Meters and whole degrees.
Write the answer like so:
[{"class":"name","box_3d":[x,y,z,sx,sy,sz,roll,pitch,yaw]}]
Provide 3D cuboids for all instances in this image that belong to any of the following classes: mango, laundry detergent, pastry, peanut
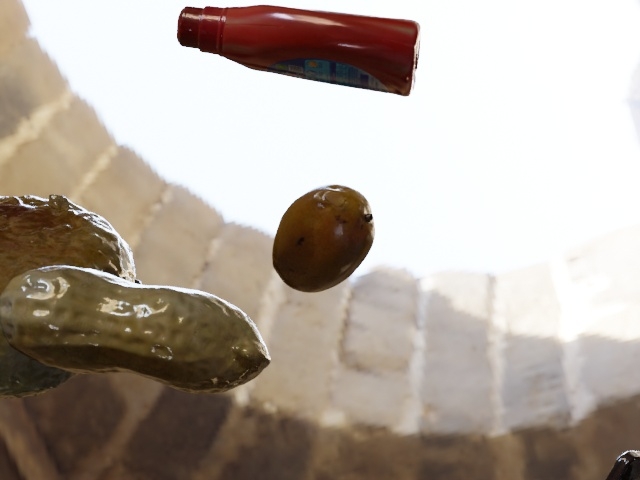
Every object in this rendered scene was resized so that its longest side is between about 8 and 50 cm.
[{"class":"mango","box_3d":[0.000,0.000,1.361,0.080,0.114,0.060,47,-149,0]},{"class":"laundry detergent","box_3d":[-0.015,-0.134,1.077,0.097,0.165,0.049,73,-154,-80]},{"class":"pastry","box_3d":[-0.344,0.055,1.666,0.330,0.329,0.136,-80,-16,-61]},{"class":"peanut","box_3d":[-0.174,0.084,1.488,0.117,0.263,0.101,-17,-64,-82]}]

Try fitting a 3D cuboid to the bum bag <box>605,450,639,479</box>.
[{"class":"bum bag","box_3d":[0.181,0.208,1.037,0.026,0.159,0.109,33,-173,37]}]
